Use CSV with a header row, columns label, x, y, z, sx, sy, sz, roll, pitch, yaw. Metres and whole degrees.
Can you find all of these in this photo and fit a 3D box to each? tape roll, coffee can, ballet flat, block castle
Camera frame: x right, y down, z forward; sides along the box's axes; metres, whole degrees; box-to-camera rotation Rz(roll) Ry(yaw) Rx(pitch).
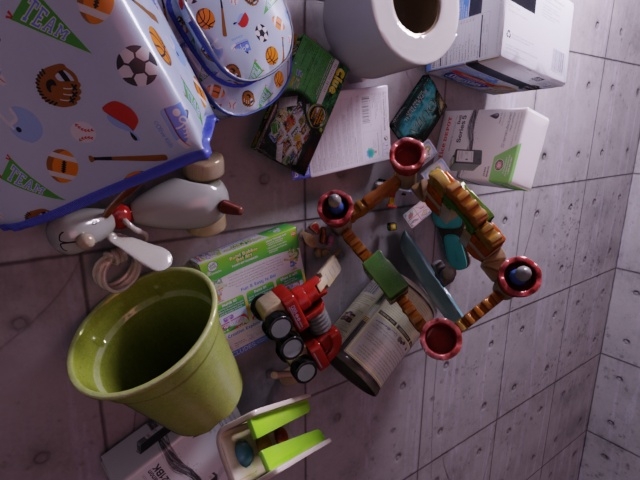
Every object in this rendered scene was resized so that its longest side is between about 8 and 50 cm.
label,x,y,z,sx,sy,sz,roll,pitch,yaw
tape roll,0.149,-0.484,0.957,0.246,0.169,0.246,-6,101,-33
coffee can,0.151,0.242,1.203,0.275,0.201,0.201,-47,125,-18
ballet flat,0.419,-0.055,1.410,0.106,0.107,0.316,-49,134,-41
block castle,0.234,0.010,1.018,0.303,0.453,0.213,-36,161,-3

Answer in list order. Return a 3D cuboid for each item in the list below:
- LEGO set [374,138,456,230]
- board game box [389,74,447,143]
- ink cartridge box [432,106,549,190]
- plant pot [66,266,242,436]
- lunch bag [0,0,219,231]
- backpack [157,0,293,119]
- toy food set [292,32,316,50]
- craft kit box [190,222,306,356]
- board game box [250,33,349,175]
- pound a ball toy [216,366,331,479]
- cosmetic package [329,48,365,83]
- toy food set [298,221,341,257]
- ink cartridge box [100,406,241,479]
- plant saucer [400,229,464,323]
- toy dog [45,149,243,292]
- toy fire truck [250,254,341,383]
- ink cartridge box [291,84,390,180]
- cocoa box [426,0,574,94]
label,x,y,z,sx,sy,sz,roll,pitch,yaw
LEGO set,0.261,-0.136,1.239,0.244,0.060,0.182,-38,106,-4
board game box,0.277,-0.348,1.256,0.126,0.026,0.186,43,76,-36
ink cartridge box,0.465,-0.258,1.267,0.114,0.273,0.198,8,97,-36
plant pot,-0.278,0.235,0.863,0.276,0.276,0.254,-41,135,-22
lunch bag,-0.392,-0.217,0.637,0.385,0.239,0.328,-23,119,6
backpack,-0.169,-0.358,0.805,0.276,0.213,0.263,-41,129,-23
toy food set,-0.076,-0.381,0.971,0.192,0.038,0.132,-14,110,-34
craft kit box,-0.149,0.115,1.039,0.250,0.061,0.247,-22,117,-31
board game box,-0.040,-0.284,0.958,0.136,0.030,0.260,25,86,-33
pound a ball toy,-0.108,0.402,1.010,0.135,0.208,0.319,-33,159,14
cosmetic package,0.133,-0.495,1.086,0.239,0.060,0.099,-49,121,-17
toy food set,0.000,0.000,1.144,0.078,0.019,0.122,-46,117,-19
ink cartridge box,-0.295,0.471,0.981,0.273,0.114,0.197,-33,120,-26
plant saucer,0.310,0.113,1.256,0.043,0.317,0.317,-34,126,12
toy dog,-0.274,-0.039,0.801,0.333,0.161,0.220,-44,137,-25
toy fire truck,-0.014,0.164,1.045,0.246,0.158,0.217,-32,120,-15
ink cartridge box,0.038,-0.261,1.075,0.311,0.065,0.186,-20,113,-34
cocoa box,0.490,-0.554,1.228,0.347,0.228,0.231,-1,97,-38
